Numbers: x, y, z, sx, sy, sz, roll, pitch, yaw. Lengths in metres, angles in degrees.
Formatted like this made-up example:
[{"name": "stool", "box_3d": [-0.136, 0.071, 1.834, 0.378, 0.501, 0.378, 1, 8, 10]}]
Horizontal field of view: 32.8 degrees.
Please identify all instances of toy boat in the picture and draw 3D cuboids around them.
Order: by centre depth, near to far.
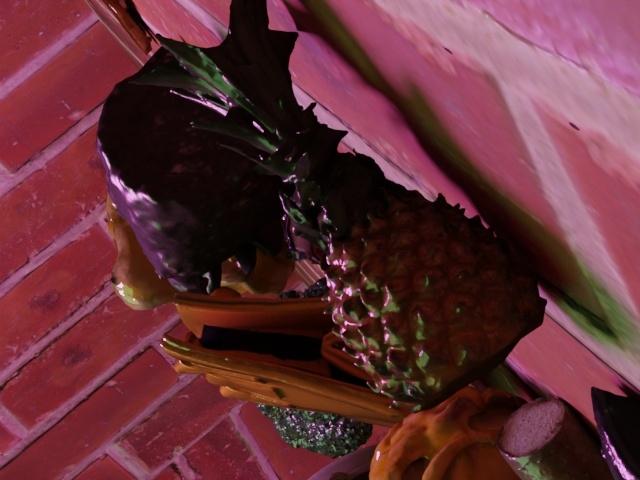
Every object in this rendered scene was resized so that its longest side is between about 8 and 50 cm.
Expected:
[{"name": "toy boat", "box_3d": [0.000, 0.000, 1.398, 0.210, 0.066, 0.084, 35, -133, -71]}]

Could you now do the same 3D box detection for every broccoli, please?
[{"name": "broccoli", "box_3d": [0.017, 0.210, 1.777, 0.275, 0.308, 0.308, 14, -165, -28]}]

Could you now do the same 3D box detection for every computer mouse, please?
[{"name": "computer mouse", "box_3d": [0.187, 0.132, 0.599, 0.079, 0.047, 0.135, 54, 177, -34]}]

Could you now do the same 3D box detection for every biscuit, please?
[{"name": "biscuit", "box_3d": [-0.317, -0.366, 1.747, 0.138, 0.031, 0.205, 49, 176, 22]}]

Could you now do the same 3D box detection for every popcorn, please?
[{"name": "popcorn", "box_3d": [0.155, 0.252, 0.933, 0.250, 0.250, 0.190, 51, 141, -4]}, {"name": "popcorn", "box_3d": [-0.158, -0.035, 1.496, 0.335, 0.274, 0.279, 128, 132, -78]}]

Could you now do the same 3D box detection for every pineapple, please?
[{"name": "pineapple", "box_3d": [0.011, -0.034, 0.640, 0.130, 0.119, 0.277, -23, -112, -48]}]

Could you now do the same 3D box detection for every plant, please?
[{"name": "plant", "box_3d": [-0.122, -0.065, 1.146, 0.199, 0.188, 0.276, 56, 168, 19]}]

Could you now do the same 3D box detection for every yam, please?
[{"name": "yam", "box_3d": [0.201, 0.189, 0.832, 0.146, 0.069, 0.070, 49, 176, 7]}]

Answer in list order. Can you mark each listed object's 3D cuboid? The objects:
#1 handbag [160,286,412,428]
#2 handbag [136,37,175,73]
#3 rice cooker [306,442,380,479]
[{"name": "handbag", "box_3d": [0.001, 0.132, 1.190, 0.283, 0.133, 0.401, 4, 167, 10]}, {"name": "handbag", "box_3d": [-0.170, -0.176, 1.396, 0.139, 0.115, 0.072, 33, 162, 22]}, {"name": "rice cooker", "box_3d": [0.107, 0.413, 1.210, 0.335, 0.335, 0.325, 53, 176, -35]}]
